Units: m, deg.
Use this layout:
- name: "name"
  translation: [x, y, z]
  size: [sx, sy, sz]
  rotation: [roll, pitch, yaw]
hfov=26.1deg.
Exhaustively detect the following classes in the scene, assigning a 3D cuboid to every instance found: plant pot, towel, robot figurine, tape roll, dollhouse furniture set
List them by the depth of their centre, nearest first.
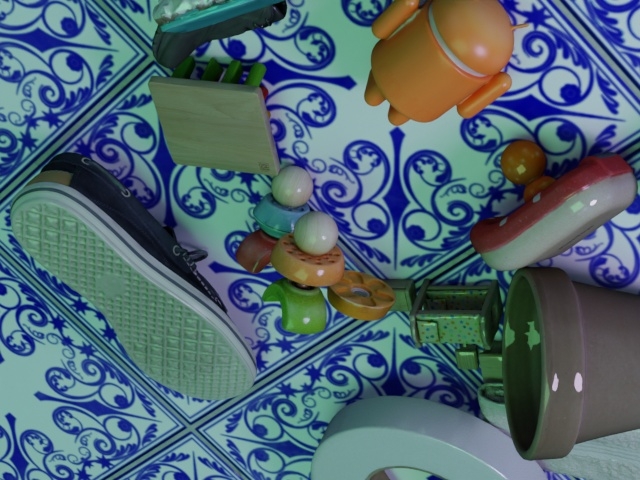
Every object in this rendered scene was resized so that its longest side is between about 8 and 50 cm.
- name: "robot figurine"
  translation: [0.152, -0.231, 1.720]
  size: [0.219, 0.128, 0.158]
  rotation: [-36, 78, 38]
- name: "plant pot"
  translation: [0.378, 0.165, 1.856]
  size: [0.229, 0.263, 0.263]
  rotation: [1, 127, -5]
- name: "dollhouse furniture set"
  translation: [0.170, 0.150, 2.001]
  size: [0.182, 0.101, 0.161]
  rotation: [-1, 124, 22]
- name: "towel"
  translation: [0.372, 0.292, 2.029]
  size: [0.282, 0.049, 0.187]
  rotation: [9, 144, 17]
- name: "tape roll"
  translation: [0.173, 0.395, 2.154]
  size: [0.392, 0.072, 0.392]
  rotation: [16, 139, 15]

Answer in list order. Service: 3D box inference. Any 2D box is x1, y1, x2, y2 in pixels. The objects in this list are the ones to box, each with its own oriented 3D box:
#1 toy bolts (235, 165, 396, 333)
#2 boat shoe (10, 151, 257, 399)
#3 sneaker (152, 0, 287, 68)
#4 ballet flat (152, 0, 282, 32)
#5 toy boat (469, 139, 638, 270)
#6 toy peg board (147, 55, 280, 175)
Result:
- name: "toy bolts"
  translation: [0.000, 0.000, 1.930]
  size: [0.228, 0.218, 0.158]
  rotation: [46, 128, 46]
- name: "boat shoe"
  translation: [-0.259, 0.059, 2.080]
  size: [0.187, 0.156, 0.500]
  rotation: [-25, 124, 28]
- name: "sneaker"
  translation: [-0.117, -0.307, 1.790]
  size: [0.130, 0.109, 0.286]
  rotation: [36, 131, -14]
- name: "ballet flat"
  translation: [-0.010, -0.357, 1.648]
  size: [0.409, 0.147, 0.147]
  rotation: [-14, 120, 3]
- name: "toy boat"
  translation: [0.286, -0.062, 1.801]
  size: [0.231, 0.151, 0.151]
  rotation: [-39, 74, 37]
- name: "toy peg board"
  translation: [-0.135, -0.180, 1.915]
  size: [0.161, 0.079, 0.160]
  rotation: [8, 142, 18]
